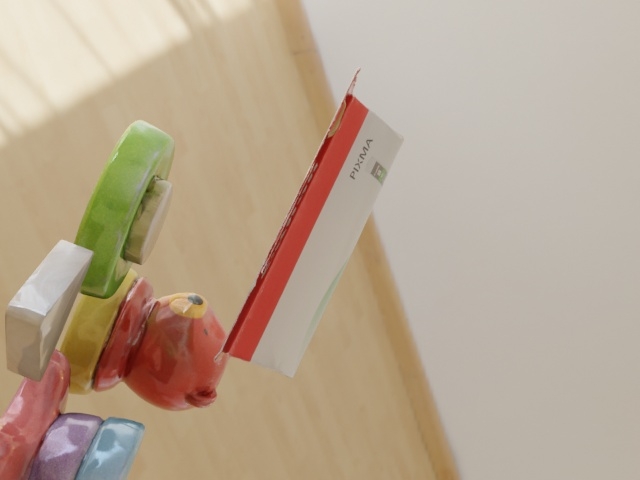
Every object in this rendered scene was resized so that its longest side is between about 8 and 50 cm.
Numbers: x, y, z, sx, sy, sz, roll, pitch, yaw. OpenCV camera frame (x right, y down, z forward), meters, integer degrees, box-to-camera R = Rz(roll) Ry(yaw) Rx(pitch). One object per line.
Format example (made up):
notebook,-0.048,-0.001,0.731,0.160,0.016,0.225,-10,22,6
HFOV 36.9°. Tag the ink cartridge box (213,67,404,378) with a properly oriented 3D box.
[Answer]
ink cartridge box,0.000,0.000,0.615,0.224,0.056,0.181,149,-34,-86

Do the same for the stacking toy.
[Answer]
stacking toy,-0.131,0.087,0.682,0.309,0.130,0.280,-74,-173,-53
